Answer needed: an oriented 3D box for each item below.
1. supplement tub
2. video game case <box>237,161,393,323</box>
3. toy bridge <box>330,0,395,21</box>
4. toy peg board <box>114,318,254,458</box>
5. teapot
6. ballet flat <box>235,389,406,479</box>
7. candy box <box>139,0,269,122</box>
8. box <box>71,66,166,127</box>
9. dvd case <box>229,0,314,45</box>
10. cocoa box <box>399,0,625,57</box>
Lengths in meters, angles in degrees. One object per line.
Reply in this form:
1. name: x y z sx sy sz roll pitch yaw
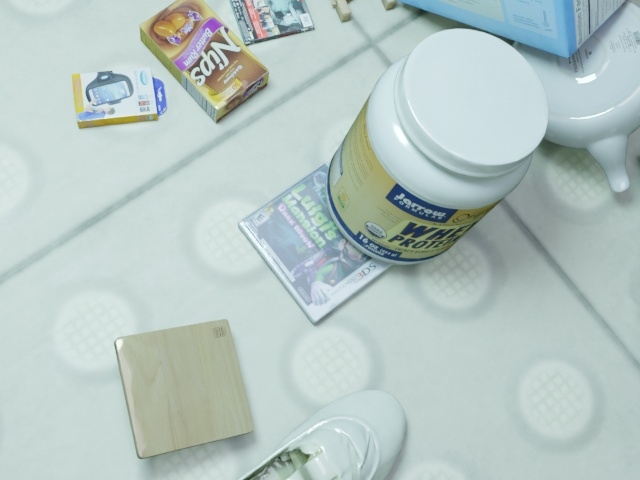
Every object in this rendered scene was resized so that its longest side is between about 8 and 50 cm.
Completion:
1. supplement tub: 0.150 -0.119 1.182 0.228 0.316 0.228 6 67 -14
2. video game case: 0.000 0.000 1.292 0.173 0.022 0.190 -36 81 -17
3. toy bridge: 0.105 -0.416 1.434 0.188 0.026 0.063 -18 74 -13
4. toy peg board: -0.194 0.206 1.184 0.160 0.079 0.161 -8 74 -27
5. teapot: 0.420 -0.250 1.351 0.252 0.187 0.256 31 89 30
6. ballet flat: -0.039 0.329 1.128 0.400 0.139 0.139 -30 79 -16
7. candy box: -0.181 -0.288 1.340 0.109 0.053 0.187 -40 83 -18
8. box: -0.306 -0.220 1.314 0.136 0.028 0.081 -9 74 -9
9. dvd case: -0.079 -0.369 1.400 0.119 0.013 0.087 -17 76 -12
10. cocoa box: 0.279 -0.462 1.263 0.228 0.231 0.347 -44 50 -17
